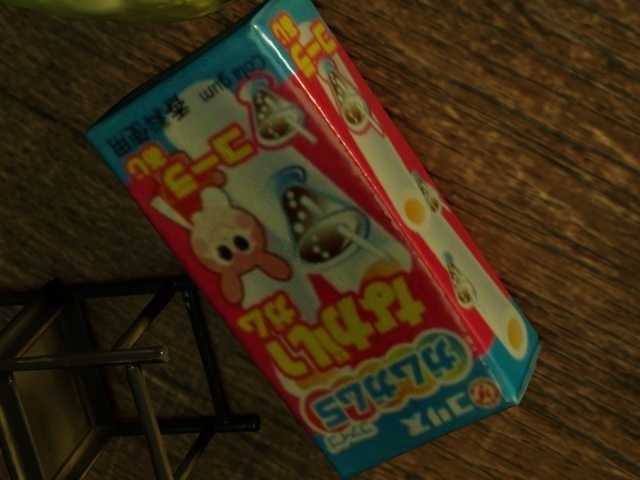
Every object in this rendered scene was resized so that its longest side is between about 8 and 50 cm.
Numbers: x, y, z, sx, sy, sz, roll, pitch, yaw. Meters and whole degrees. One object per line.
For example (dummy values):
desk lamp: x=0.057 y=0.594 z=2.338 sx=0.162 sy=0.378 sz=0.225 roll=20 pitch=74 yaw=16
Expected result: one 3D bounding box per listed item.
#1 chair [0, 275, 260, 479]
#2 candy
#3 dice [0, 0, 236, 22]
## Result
chair: x=-0.198 y=0.117 z=1.046 sx=0.260 sy=0.141 sz=0.155 roll=-6 pitch=112 yaw=19
candy: x=0.000 y=0.000 z=0.939 sx=0.157 sy=0.100 sz=0.306 roll=-29 pitch=104 yaw=28
dice: x=-0.124 y=-0.269 z=0.774 sx=0.226 sy=0.233 sz=0.238 roll=15 pitch=120 yaw=11
